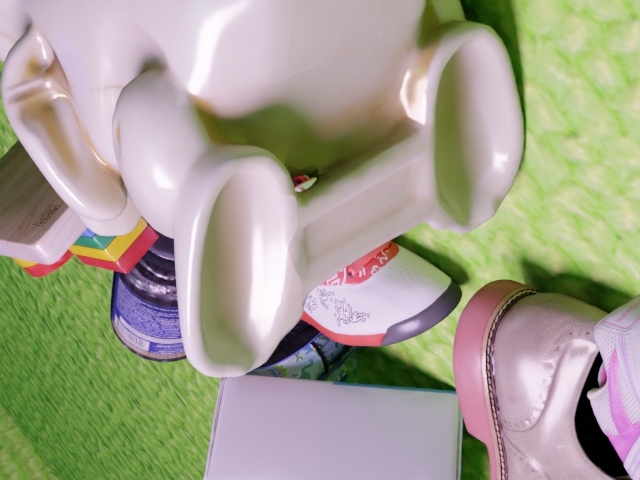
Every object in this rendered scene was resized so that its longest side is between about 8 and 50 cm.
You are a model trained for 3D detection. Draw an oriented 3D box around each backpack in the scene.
[{"bbox_3d":[-0.026,0.113,1.187,0.105,0.114,0.084,9,128,53],"label":"backpack"}]

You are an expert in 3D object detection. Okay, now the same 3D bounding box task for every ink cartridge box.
[{"bbox_3d":[0.014,0.280,1.168,0.223,0.129,0.307,3,134,4],"label":"ink cartridge box"}]

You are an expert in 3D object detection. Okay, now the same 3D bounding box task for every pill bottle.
[{"bbox_3d":[-0.160,0.034,1.300,0.123,0.123,0.219,47,152,15],"label":"pill bottle"}]

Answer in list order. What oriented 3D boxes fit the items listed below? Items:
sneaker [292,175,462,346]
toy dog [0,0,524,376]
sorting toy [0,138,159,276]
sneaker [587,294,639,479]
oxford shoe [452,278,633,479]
[{"bbox_3d":[-0.001,0.001,1.049,0.270,0.090,0.145,10,132,57],"label":"sneaker"},{"bbox_3d":[-0.117,-0.162,0.831,0.408,0.284,0.395,34,153,39],"label":"toy dog"},{"bbox_3d":[-0.197,-0.069,1.122,0.089,0.257,0.255,49,157,-27],"label":"sorting toy"},{"bbox_3d":[0.237,0.116,0.789,0.111,0.103,0.252,45,162,39],"label":"sneaker"},{"bbox_3d":[0.203,0.195,0.918,0.130,0.123,0.348,8,129,47],"label":"oxford shoe"}]
